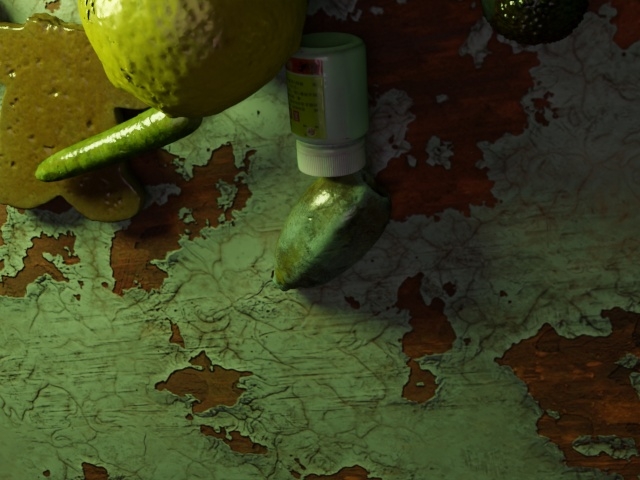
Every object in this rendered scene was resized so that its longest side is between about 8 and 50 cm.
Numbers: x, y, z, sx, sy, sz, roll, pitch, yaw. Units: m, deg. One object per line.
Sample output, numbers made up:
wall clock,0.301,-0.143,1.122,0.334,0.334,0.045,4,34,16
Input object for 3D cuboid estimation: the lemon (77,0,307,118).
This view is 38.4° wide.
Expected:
lemon,-0.188,-0.376,1.443,0.387,0.350,0.350,-41,102,11

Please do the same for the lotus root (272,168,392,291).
lotus root,0.000,0.000,1.700,0.158,0.140,0.322,37,120,-7

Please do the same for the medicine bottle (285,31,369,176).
medicine bottle,0.014,-0.235,1.581,0.139,0.139,0.225,1,116,12

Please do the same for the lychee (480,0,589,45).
lychee,0.341,-0.382,1.436,0.171,0.171,0.171,5,116,10

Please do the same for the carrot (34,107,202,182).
carrot,-0.372,-0.171,1.660,0.359,0.074,0.074,-20,110,20

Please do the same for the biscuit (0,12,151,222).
biscuit,-0.463,-0.226,1.730,0.368,0.076,0.394,9,119,4
